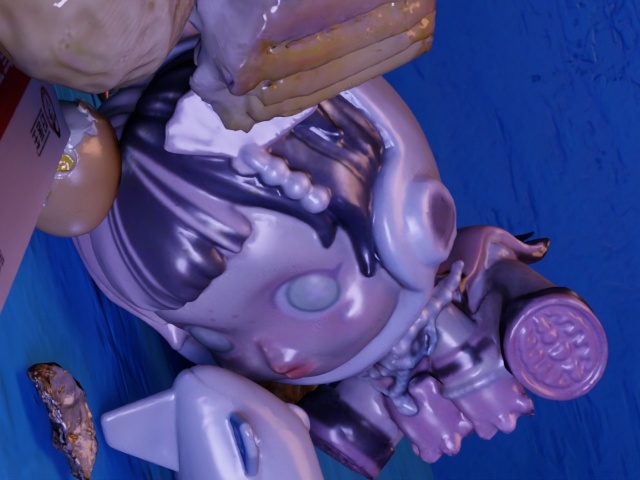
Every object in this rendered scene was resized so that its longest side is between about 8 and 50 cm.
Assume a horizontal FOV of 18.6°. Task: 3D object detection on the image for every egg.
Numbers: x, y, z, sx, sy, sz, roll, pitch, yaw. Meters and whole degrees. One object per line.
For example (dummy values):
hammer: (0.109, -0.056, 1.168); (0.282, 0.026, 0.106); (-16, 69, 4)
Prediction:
egg: (-0.148, -0.040, 1.115); (0.071, 0.071, 0.083); (-92, 178, -63)

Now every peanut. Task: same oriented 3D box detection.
peanut: (-0.115, -0.138, 0.903); (0.140, 0.109, 0.159); (61, 3, -3)

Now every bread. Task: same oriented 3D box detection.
bread: (-0.022, -0.201, 1.034); (0.274, 0.149, 0.274); (168, -90, -83)

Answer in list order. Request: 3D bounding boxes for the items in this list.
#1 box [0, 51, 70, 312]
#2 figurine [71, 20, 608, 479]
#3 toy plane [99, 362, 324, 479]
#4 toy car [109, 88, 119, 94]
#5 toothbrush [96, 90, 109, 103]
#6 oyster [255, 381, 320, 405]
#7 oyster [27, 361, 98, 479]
box: (-0.192, -0.081, 0.868); (0.353, 0.069, 0.214); (-85, 159, -67)
figurine: (-0.007, 0.005, 1.292); (0.361, 0.253, 0.211); (34, 32, -32)
toy plane: (-0.042, 0.199, 1.232); (0.267, 0.123, 0.267); (159, -90, -80)
toy car: (-0.154, -0.134, 1.473); (0.093, 0.025, 0.041); (-75, 150, -77)
toothbrush: (-0.181, -0.190, 1.419); (0.019, 0.013, 0.193); (-172, -114, -88)
oyster: (-0.040, 0.106, 1.557); (0.396, 0.111, 0.204); (59, 20, -80)
oyster: (-0.142, 0.095, 1.071); (0.083, 0.019, 0.054); (70, 9, -49)
